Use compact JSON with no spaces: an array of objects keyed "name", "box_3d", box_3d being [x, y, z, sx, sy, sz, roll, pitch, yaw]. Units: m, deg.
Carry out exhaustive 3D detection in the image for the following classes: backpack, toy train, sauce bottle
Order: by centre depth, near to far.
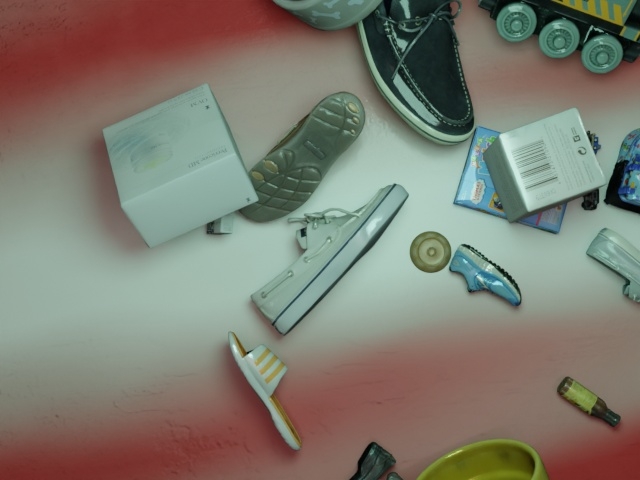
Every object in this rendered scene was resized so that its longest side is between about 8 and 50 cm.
[{"name":"toy train","box_3d":[0.474,-0.451,1.654,0.334,0.142,0.190,20,127,-1]},{"name":"backpack","box_3d":[0.649,-0.136,1.681,0.158,0.117,0.173,18,84,1]},{"name":"sauce bottle","box_3d":[0.520,0.314,1.690,0.128,0.042,0.042,36,88,4]},{"name":"toy train","box_3d":[0.536,-0.138,1.726,0.036,0.027,0.158,1,87,-2]}]

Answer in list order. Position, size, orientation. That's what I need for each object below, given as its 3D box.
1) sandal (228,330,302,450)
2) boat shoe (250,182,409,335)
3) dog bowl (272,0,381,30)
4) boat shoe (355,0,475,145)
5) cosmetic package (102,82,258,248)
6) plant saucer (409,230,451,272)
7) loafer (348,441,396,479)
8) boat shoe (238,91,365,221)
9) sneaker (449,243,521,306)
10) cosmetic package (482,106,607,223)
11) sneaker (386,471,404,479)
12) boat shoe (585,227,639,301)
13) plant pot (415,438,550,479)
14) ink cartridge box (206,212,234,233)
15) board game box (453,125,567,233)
[{"name":"sandal","box_3d":[-0.089,0.275,1.680,0.076,0.102,0.265,-32,95,-2]},{"name":"boat shoe","box_3d":[0.000,0.001,1.684,0.156,0.136,0.367,44,98,6]},{"name":"dog bowl","box_3d":[0.008,-0.571,1.617,0.102,0.348,0.349,4,85,-43]},{"name":"boat shoe","box_3d":[0.173,-0.418,1.663,0.187,0.156,0.500,-18,84,-34]},{"name":"cosmetic package","box_3d":[-0.264,-0.142,1.632,0.224,0.138,0.225,-24,50,-1]},{"name":"plant saucer","box_3d":[0.218,0.022,1.727,0.083,0.015,0.083,0,86,1]},{"name":"loafer","box_3d":[0.082,0.475,1.679,0.061,0.062,0.170,32,89,-2]},{"name":"boat shoe","box_3d":[-0.034,-0.161,1.696,0.324,0.116,0.123,-41,103,17]},{"name":"sneaker","box_3d":[0.322,0.078,1.709,0.162,0.063,0.073,38,105,7]},{"name":"cosmetic package","box_3d":[0.406,-0.133,1.609,0.151,0.184,0.151,-20,86,0]},{"name":"sneaker","box_3d":[0.169,0.508,1.677,0.061,0.065,0.158,-19,111,10]},{"name":"boat shoe","box_3d":[0.613,0.075,1.692,0.227,0.079,0.081,42,95,9]},{"name":"plant pot","box_3d":[0.318,0.531,1.591,0.254,0.254,0.239,-23,102,-1]},{"name":"ink cartridge box","box_3d":[-0.195,-0.070,1.714,0.029,0.063,0.115,5,86,-34]},{"name":"board game box","box_3d":[0.386,-0.119,1.721,0.211,0.039,0.160,17,86,1]}]
